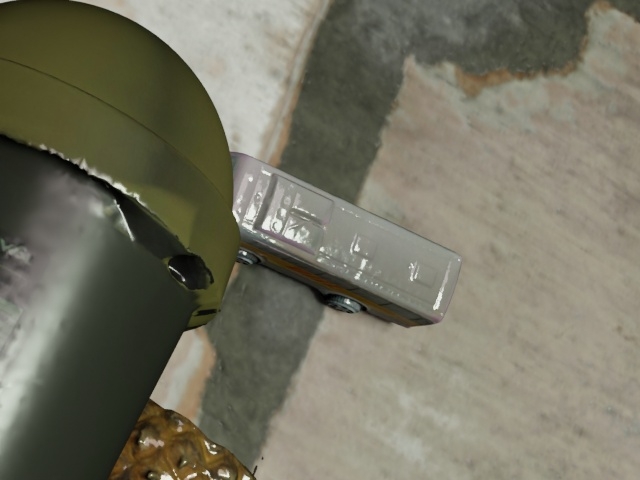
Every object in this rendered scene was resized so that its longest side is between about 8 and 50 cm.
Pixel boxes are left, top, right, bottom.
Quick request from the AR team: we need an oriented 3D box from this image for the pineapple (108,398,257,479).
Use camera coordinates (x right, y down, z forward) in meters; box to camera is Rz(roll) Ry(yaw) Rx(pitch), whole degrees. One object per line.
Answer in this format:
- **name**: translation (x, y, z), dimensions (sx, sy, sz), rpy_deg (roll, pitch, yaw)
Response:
- **pineapple**: translation (-0.136, 0.201, 1.045), dimensions (0.237, 0.119, 0.111), rpy_deg (-56, 155, -19)

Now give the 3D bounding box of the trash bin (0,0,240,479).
- **trash bin**: translation (-0.165, 0.033, 0.977), dimensions (0.214, 0.214, 0.333), rpy_deg (30, 67, -23)

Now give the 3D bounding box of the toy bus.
- **toy bus**: translation (0.000, 0.000, 1.164), dimensions (0.172, 0.072, 0.057), rpy_deg (25, 76, -24)
